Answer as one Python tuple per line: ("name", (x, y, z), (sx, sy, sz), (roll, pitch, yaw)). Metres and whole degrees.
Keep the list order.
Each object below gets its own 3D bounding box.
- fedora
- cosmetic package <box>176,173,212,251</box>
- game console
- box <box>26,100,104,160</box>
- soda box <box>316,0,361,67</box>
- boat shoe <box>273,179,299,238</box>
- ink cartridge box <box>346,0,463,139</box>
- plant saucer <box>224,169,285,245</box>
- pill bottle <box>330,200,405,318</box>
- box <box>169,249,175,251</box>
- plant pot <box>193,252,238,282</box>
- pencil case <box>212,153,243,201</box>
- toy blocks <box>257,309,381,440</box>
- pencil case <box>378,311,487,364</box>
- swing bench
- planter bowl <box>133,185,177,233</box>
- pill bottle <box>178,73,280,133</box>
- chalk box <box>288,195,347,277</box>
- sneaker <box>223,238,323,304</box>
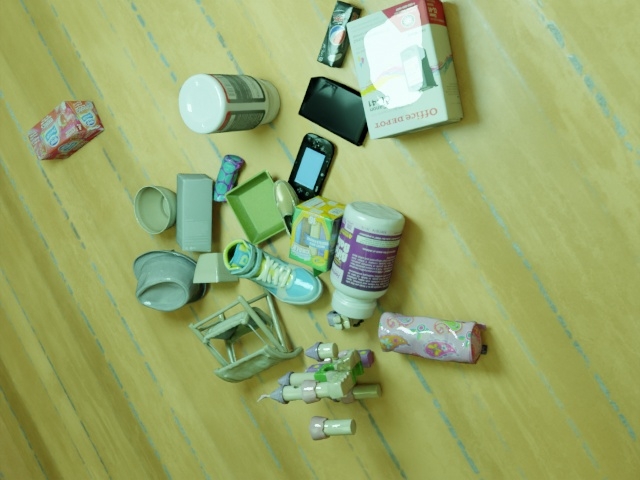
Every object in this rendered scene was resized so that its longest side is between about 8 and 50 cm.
("fedora", (-0.526, 0.156, 2.130), (0.275, 0.124, 0.243), (-6, 124, 16))
("cosmetic package", (-0.410, -0.094, 2.044), (0.127, 0.107, 0.238), (-141, 55, -62))
("game console", (0.010, -0.273, 1.813), (0.213, 0.044, 0.361), (31, 116, 22))
("box", (-0.928, -0.398, 2.297), (0.257, 0.128, 0.122), (-24, 88, 32))
("soda box", (0.050, -0.557, 1.714), (0.053, 0.060, 0.169), (30, 114, 21))
("boat shoe", (-0.092, -0.085, 1.849), (0.068, 0.072, 0.190), (-20, 98, 10))
("ink cartridge box", (0.215, -0.430, 1.603), (0.226, 0.131, 0.306), (-10, 95, 32))
("plant saucer", (-0.181, -0.103, 1.955), (0.188, 0.045, 0.188), (-27, 93, 32))
("pill bottle", (0.120, 0.057, 1.747), (0.169, 0.169, 0.301), (21, 110, 26))
("box", (-0.529, 0.084, 2.210), (0.062, 0.052, 0.083), (-34, 82, 31))
("plant pot", (-0.345, 0.090, 2.076), (0.109, 0.109, 0.096), (-5, 87, 32))
("pencil case", (-0.294, -0.195, 1.999), (0.070, 0.064, 0.151), (40, 120, 36))
("toy blocks", (-0.010, 0.377, 1.826), (0.260, 0.288, 0.309), (-11, 99, 27))
("pencil case", (0.301, 0.263, 1.720), (0.284, 0.124, 0.124), (2, 102, 30))
("swing bench", (-0.239, 0.315, 2.023), (0.253, 0.165, 0.254), (-31, 85, 32))
("planter bowl", (-0.534, -0.111, 2.136), (0.162, 0.109, 0.162), (7, 104, 29))
("pill bottle", (-0.251, -0.391, 1.799), (0.161, 0.283, 0.161), (8, 105, 30))
("chalk box", (0.000, 0.000, 1.821), (0.132, 0.132, 0.213), (21, 117, 25))
("sneaker", (-0.159, 0.095, 1.888), (0.319, 0.208, 0.127), (19, 82, 26))
